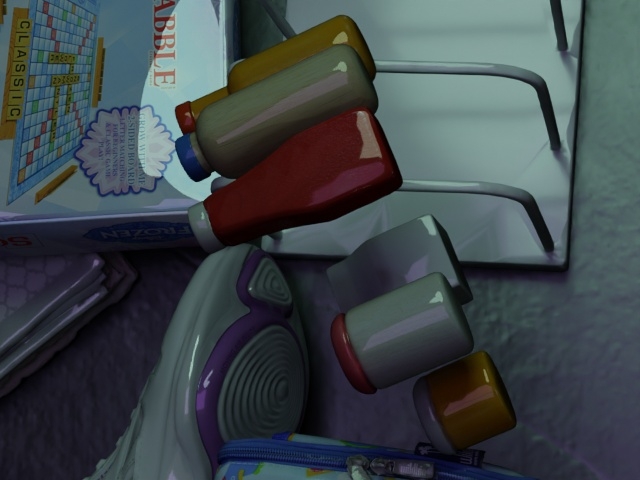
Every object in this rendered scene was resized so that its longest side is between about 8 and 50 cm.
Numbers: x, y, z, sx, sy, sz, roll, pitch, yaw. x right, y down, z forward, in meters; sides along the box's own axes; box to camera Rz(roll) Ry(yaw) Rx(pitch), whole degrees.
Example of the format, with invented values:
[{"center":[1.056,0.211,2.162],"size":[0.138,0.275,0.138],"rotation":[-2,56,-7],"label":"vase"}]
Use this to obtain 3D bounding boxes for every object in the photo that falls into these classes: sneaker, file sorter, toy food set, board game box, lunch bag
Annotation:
[{"center":[-0.101,0.142,0.880],"size":[0.152,0.114,0.305],"rotation":[1,68,37],"label":"sneaker"},{"center":[0.052,-0.138,0.874],"size":[0.193,0.173,0.277],"rotation":[3,78,14],"label":"file sorter"},{"center":[0.000,0.000,0.706],"size":[0.104,0.111,0.232],"rotation":[-24,72,10],"label":"toy food set"},{"center":[-0.210,-0.145,0.958],"size":[0.318,0.066,0.318],"rotation":[-3,71,4],"label":"board game box"},{"center":[0.036,0.170,0.782],"size":[0.176,0.219,0.090],"rotation":[3,67,18],"label":"lunch bag"}]

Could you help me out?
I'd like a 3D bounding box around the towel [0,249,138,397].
[{"center":[-0.337,0.012,1.005],"size":[0.332,0.053,0.317],"rotation":[-41,71,2],"label":"towel"}]
